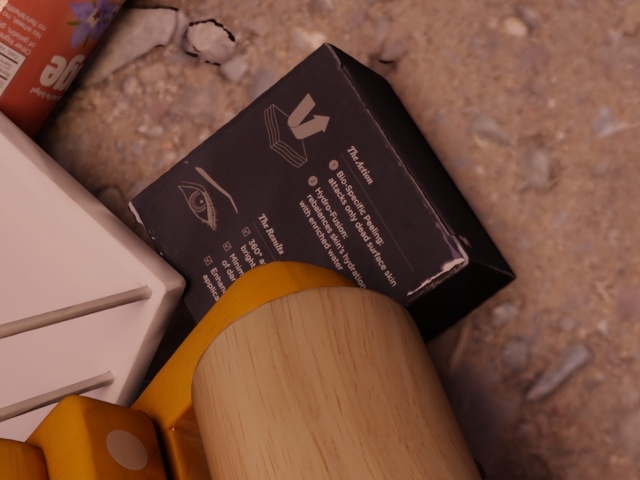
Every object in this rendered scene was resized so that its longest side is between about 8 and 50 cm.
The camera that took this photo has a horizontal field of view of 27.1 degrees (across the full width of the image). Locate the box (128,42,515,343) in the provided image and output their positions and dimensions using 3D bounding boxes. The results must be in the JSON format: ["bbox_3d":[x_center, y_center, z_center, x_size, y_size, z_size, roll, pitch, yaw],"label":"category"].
[{"bbox_3d":[0.000,0.000,0.775,0.158,0.093,0.156,-37,68,16],"label":"box"}]

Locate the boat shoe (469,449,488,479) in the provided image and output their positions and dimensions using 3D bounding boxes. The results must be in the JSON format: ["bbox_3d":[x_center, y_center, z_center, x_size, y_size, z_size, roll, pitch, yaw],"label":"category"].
[{"bbox_3d":[0.013,0.235,0.731,0.092,0.103,0.285,40,103,19],"label":"boat shoe"}]

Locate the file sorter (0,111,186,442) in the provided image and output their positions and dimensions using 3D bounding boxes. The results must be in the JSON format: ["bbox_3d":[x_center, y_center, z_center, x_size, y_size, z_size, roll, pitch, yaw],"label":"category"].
[{"bbox_3d":[-0.244,0.090,0.783,0.193,0.173,0.278,40,119,24],"label":"file sorter"}]

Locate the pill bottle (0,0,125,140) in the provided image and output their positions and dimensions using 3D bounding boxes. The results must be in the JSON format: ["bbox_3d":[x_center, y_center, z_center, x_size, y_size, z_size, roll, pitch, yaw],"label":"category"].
[{"bbox_3d":[-0.227,-0.124,0.886,0.121,0.121,0.216,39,99,25],"label":"pill bottle"}]

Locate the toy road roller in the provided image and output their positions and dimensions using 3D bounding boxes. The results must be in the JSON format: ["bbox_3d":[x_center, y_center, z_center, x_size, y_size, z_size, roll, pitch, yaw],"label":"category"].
[{"bbox_3d":[-0.102,0.158,0.610,0.329,0.240,0.202,-48,42,26],"label":"toy road roller"}]

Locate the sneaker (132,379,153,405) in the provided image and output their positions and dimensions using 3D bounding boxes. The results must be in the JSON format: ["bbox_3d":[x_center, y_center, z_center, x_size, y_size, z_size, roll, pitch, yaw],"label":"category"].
[{"bbox_3d":[-0.073,0.121,0.800,0.162,0.073,0.063,12,87,26],"label":"sneaker"}]
